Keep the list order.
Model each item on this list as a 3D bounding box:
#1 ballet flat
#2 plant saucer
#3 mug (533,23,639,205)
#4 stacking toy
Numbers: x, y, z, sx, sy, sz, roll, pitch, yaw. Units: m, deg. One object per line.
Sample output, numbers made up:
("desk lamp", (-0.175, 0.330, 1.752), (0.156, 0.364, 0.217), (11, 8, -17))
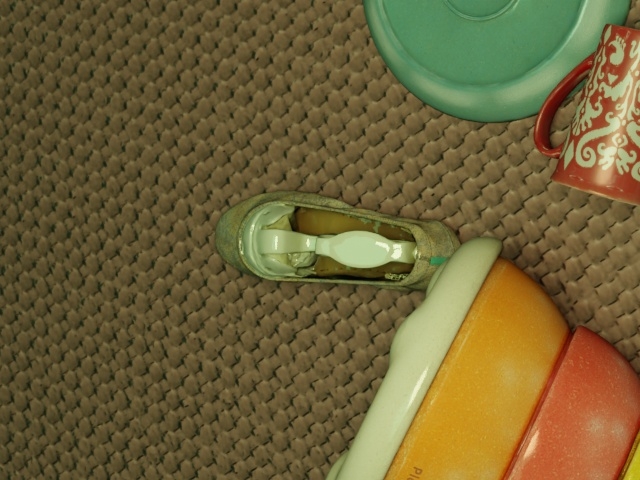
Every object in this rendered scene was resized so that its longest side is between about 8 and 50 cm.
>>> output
("ballet flat", (0.000, 0.000, 2.078), (0.316, 0.106, 0.107), (2, 93, 28))
("plant saucer", (0.178, -0.284, 2.006), (0.318, 0.044, 0.317), (2, 94, 28))
("mug", (0.293, -0.132, 1.910), (0.150, 0.113, 0.169), (17, 97, 14))
("stacking toy", (0.273, 0.243, 1.880), (0.480, 0.350, 0.350), (27, 106, 6))
